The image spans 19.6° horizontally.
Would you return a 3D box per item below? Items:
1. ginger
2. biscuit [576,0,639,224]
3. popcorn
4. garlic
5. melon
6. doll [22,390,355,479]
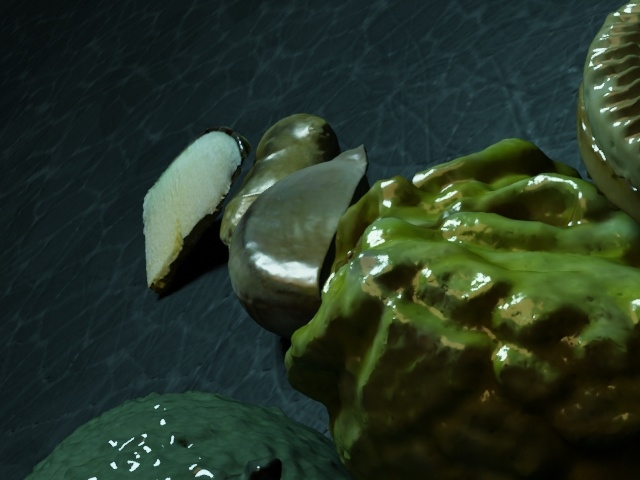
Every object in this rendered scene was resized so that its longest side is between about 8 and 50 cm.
[{"bbox_3d":[-0.028,-0.049,1.512,0.095,0.069,0.190,-19,30,31],"label":"ginger"},{"bbox_3d":[0.243,-0.065,0.878,0.259,0.079,0.259,-2,37,2],"label":"biscuit"},{"bbox_3d":[0.092,0.052,0.922,0.286,0.225,0.173,40,125,52],"label":"popcorn"},{"bbox_3d":[-0.014,0.008,1.382,0.101,0.087,0.195,-15,29,23],"label":"garlic"},{"bbox_3d":[-0.100,-0.044,1.575,0.182,0.054,0.098,-53,21,39],"label":"melon"},{"bbox_3d":[-0.047,0.206,0.914,0.247,0.247,0.349,-47,14,-10],"label":"doll"}]
